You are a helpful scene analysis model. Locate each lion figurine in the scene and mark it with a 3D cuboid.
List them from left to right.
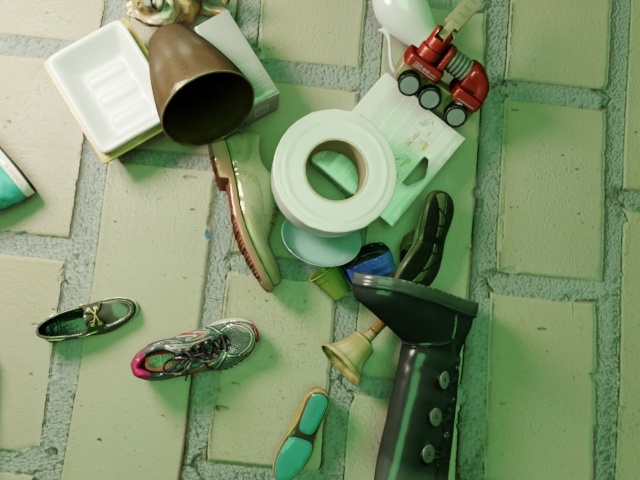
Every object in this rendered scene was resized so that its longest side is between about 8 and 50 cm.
[{"bbox_3d":[-0.315,-0.687,1.436,0.240,0.142,0.393,16,74,0],"label":"lion figurine"}]

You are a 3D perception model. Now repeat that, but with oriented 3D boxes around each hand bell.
[{"bbox_3d":[0.132,0.216,1.382,0.242,0.126,0.126,-41,87,-18],"label":"hand bell"}]

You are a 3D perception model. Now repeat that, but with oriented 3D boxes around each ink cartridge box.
[{"bbox_3d":[0.165,-0.222,1.437,0.261,0.066,0.296,41,84,1],"label":"ink cartridge box"}]

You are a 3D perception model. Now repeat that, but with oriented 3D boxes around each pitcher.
[{"bbox_3d":[0.208,-0.534,1.452,0.177,0.125,0.207,-41,99,1],"label":"pitcher"}]

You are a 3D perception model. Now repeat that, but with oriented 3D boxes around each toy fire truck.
[{"bbox_3d":[0.324,-0.436,1.377,0.217,0.159,0.246,30,124,-14],"label":"toy fire truck"}]

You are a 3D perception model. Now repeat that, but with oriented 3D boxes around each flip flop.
[{"bbox_3d":[0.240,0.008,1.407,0.112,0.080,0.277,18,89,-33],"label":"flip flop"}]

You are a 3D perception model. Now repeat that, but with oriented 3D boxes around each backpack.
[{"bbox_3d":[0.119,0.063,1.392,0.120,0.098,0.101,-28,115,-6],"label":"backpack"}]

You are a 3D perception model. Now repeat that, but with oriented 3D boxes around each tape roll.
[{"bbox_3d":[0.029,-0.152,1.328,0.285,0.100,0.287,1,83,-8],"label":"tape roll"}]

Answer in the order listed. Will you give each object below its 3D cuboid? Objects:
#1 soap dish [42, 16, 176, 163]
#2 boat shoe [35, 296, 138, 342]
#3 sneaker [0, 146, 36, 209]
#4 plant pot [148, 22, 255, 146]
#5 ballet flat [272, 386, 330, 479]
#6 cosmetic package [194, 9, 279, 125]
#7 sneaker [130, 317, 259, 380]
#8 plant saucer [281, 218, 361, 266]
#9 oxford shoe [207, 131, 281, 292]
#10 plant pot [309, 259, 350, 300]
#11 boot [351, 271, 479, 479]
[{"bbox_3d":[-0.487,-0.355,1.389,0.228,0.118,0.291,-32,86,-6],"label":"soap dish"},{"bbox_3d":[-0.544,0.188,1.352,0.227,0.069,0.081,-17,85,-5],"label":"boat shoe"},{"bbox_3d":[-0.836,-0.177,1.354,0.178,0.124,0.295,-41,89,-16],"label":"sneaker"},{"bbox_3d":[-0.291,-0.368,1.285,0.215,0.215,0.231,-28,66,-6],"label":"plant pot"},{"bbox_3d":[-0.042,0.451,1.353,0.080,0.073,0.232,28,89,-8],"label":"ballet flat"},{"bbox_3d":[-0.202,-0.417,1.408,0.107,0.127,0.238,-28,88,-7],"label":"cosmetic package"},{"bbox_3d":[-0.286,0.265,1.338,0.299,0.112,0.121,-18,85,-6],"label":"sneaker"},{"bbox_3d":[0.000,0.000,1.386,0.194,0.037,0.195,8,46,-8],"label":"plant saucer"},{"bbox_3d":[-0.147,-0.077,1.372,0.146,0.140,0.397,-17,88,-15],"label":"oxford shoe"},{"bbox_3d":[0.028,0.101,1.395,0.083,0.083,0.079,-39,100,-6],"label":"plant pot"},{"bbox_3d":[0.180,0.320,1.285,0.366,0.146,0.446,18,84,-31],"label":"boot"}]
